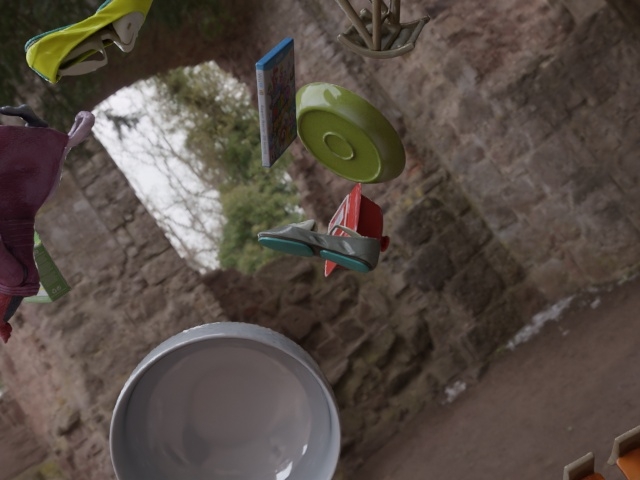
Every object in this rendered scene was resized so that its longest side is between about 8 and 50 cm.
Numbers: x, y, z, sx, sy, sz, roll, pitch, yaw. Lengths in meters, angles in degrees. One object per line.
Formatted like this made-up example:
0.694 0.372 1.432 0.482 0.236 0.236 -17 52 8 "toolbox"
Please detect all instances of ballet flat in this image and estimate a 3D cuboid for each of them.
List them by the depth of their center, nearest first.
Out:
-0.332 -0.308 1.141 0.231 0.077 0.077 -37 -8 -23 "ballet flat"
0.000 0.000 1.290 0.072 0.213 0.068 75 -149 -67 "ballet flat"

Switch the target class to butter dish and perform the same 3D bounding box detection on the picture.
0.085 -0.009 1.537 0.160 0.118 0.160 122 161 -46 "butter dish"

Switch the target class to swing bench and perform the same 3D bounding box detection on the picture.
0.117 -0.540 1.640 0.165 0.255 0.253 -11 24 22 "swing bench"

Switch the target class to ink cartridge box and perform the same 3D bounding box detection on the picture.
-0.628 0.018 1.571 0.056 0.235 0.171 -38 20 -35 "ink cartridge box"

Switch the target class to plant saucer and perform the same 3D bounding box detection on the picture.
0.042 -0.182 1.366 0.037 0.241 0.241 -53 0 -24 "plant saucer"

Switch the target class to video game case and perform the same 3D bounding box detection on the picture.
-0.065 -0.212 1.155 0.119 0.015 0.166 -57 -28 -51 "video game case"

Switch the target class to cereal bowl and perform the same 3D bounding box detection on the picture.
-0.139 0.274 1.136 0.339 0.339 0.141 -37 14 5 "cereal bowl"

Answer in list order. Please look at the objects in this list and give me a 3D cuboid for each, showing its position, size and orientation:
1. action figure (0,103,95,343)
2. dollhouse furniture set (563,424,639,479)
-0.509 -0.019 1.220 0.275 0.370 0.248 -5 1 -27 "action figure"
0.450 0.329 0.870 0.259 0.262 0.135 -26 -39 -5 "dollhouse furniture set"
